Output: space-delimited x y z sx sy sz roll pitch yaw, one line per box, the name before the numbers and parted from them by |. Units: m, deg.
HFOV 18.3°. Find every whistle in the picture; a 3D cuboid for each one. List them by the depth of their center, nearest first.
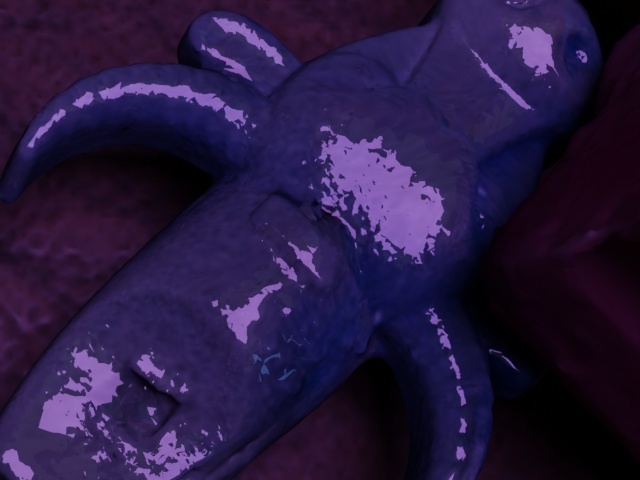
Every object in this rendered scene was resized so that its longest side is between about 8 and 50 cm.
whistle | 0.000 0.000 0.641 0.180 0.093 0.269 45 63 2

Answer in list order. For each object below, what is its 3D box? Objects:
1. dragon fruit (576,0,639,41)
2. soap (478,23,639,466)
dragon fruit | 0.217 -0.139 0.658 0.317 0.152 0.205 28 73 14
soap | 0.246 0.071 0.584 0.359 0.233 0.128 45 59 -18
